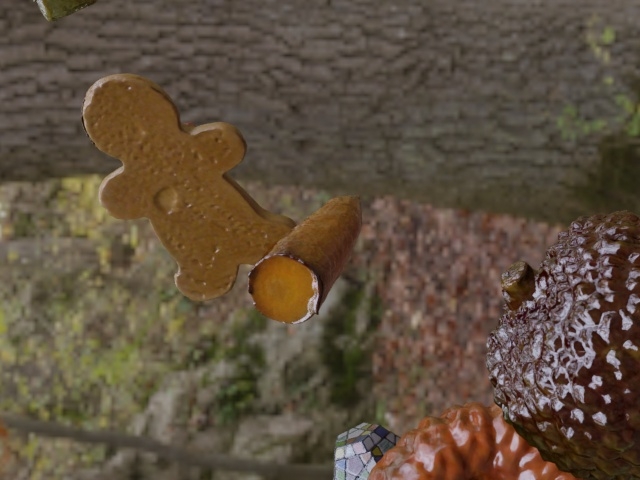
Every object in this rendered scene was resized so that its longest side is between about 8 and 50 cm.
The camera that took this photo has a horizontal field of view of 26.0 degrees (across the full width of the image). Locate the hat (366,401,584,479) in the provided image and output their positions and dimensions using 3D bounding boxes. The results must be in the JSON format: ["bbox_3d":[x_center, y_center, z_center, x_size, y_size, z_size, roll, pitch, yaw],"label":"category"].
[{"bbox_3d":[0.171,0.334,1.423,0.400,0.285,0.285,62,-152,-70],"label":"hat"}]

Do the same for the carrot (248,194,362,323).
[{"bbox_3d":[0.000,0.000,1.306,0.205,0.072,0.072,-55,-31,-56],"label":"carrot"}]

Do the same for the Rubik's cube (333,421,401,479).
[{"bbox_3d":[0.063,0.291,1.800,0.111,0.111,0.093,-82,-29,-77],"label":"Rubik's cube"}]

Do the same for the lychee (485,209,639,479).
[{"bbox_3d":[0.267,0.101,1.175,0.236,0.271,0.236,-51,3,4],"label":"lychee"}]

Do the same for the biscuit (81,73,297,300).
[{"bbox_3d":[-0.175,-0.079,1.761,0.340,0.216,0.047,50,-156,-25],"label":"biscuit"}]

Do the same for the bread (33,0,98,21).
[{"bbox_3d":[-0.263,-0.277,1.298,0.117,0.064,0.156,58,175,26],"label":"bread"}]
